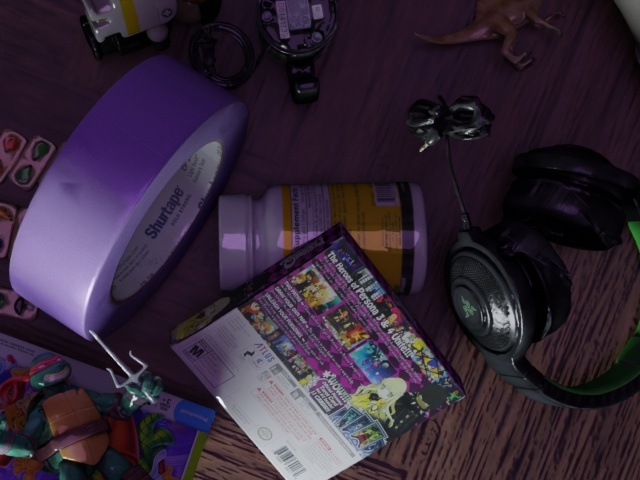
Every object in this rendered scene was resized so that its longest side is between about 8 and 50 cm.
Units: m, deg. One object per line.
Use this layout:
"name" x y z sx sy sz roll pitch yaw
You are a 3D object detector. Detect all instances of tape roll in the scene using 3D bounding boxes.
"tape roll" -0.181 -0.040 1.482 0.090 0.275 0.275 33 88 9

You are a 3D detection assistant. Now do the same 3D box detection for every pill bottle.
"pill bottle" 0.000 0.000 1.576 0.209 0.119 0.119 -1 90 -3

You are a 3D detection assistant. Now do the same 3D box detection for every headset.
"headset" 0.229 0.001 1.530 0.394 0.185 0.243 44 71 -20

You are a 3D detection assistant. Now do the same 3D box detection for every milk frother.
"milk frother" -0.058 -0.207 1.565 0.143 0.135 0.129 10 90 -3

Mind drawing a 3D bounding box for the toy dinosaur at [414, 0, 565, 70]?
"toy dinosaur" 0.194 -0.226 1.631 0.183 0.053 0.092 -31 76 -10

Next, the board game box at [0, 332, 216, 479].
"board game box" -0.303 0.220 1.514 0.347 0.078 0.233 20 49 -4

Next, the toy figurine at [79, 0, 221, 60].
"toy figurine" -0.186 -0.296 1.521 0.148 0.209 0.213 -21 92 -9

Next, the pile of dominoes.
"pile of dominoes" -0.381 -0.032 1.592 0.251 0.040 0.196 13 89 -4

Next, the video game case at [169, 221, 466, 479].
"video game case" -0.001 0.124 1.550 0.210 0.042 0.232 -33 116 12

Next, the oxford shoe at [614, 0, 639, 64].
"oxford shoe" 0.408 -0.170 1.584 0.449 0.169 0.130 42 89 -8

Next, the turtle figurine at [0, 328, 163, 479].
"turtle figurine" -0.225 0.180 1.444 0.175 0.118 0.234 -25 81 -14
